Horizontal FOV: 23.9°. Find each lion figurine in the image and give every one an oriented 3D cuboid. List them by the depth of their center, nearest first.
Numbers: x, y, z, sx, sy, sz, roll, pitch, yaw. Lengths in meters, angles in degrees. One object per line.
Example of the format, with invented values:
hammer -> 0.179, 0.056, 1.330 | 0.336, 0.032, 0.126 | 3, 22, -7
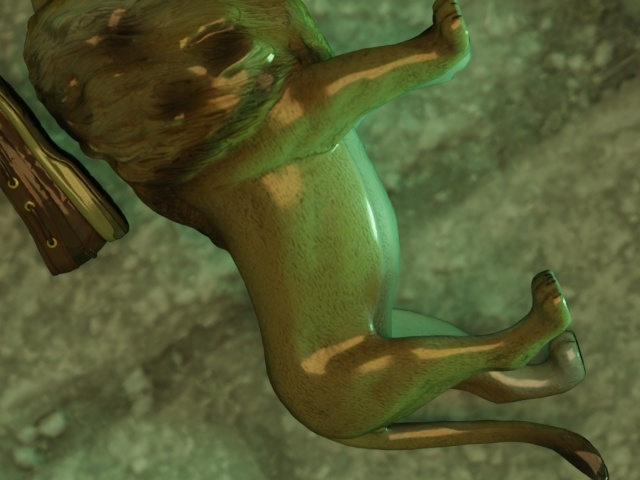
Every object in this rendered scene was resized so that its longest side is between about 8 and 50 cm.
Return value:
lion figurine -> 0.000, 0.000, 0.871 | 0.240, 0.142, 0.392 | -21, 98, 7

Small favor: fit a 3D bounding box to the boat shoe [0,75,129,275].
boat shoe -> -0.192, -0.055, 0.896 | 0.060, 0.064, 0.178 | -41, 96, -1
